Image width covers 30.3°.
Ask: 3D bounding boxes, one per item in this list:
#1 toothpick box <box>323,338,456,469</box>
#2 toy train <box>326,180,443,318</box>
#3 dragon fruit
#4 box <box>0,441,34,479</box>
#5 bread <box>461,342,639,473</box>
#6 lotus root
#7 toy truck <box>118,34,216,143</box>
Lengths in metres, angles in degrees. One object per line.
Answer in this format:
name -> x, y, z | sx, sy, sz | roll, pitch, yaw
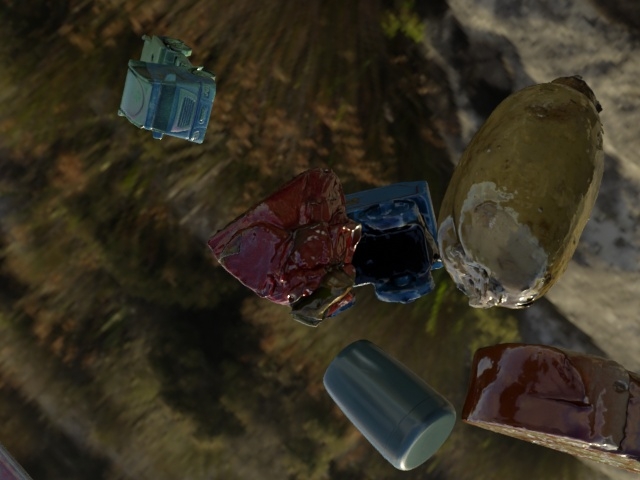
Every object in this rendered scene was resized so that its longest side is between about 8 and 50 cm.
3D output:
toothpick box -> 0.094, 0.230, 1.704 | 0.184, 0.120, 0.120 | 42, 155, 29
toy train -> 0.074, 0.009, 2.084 | 0.265, 0.300, 0.188 | -77, -26, -73
dragon fruit -> 0.000, 0.000, 1.775 | 0.152, 0.317, 0.205 | -34, 94, 27
box -> -0.390, 0.314, 1.265 | 0.112, 0.190, 0.370 | -9, 120, 51
bread -> 0.343, 0.221, 1.527 | 0.327, 0.114, 0.295 | 19, 169, -20
lotus root -> 0.212, -0.059, 1.219 | 0.146, 0.284, 0.160 | 42, 153, -21
toy truck -> -0.160, -0.158, 1.153 | 0.175, 0.081, 0.067 | -127, 48, -55
